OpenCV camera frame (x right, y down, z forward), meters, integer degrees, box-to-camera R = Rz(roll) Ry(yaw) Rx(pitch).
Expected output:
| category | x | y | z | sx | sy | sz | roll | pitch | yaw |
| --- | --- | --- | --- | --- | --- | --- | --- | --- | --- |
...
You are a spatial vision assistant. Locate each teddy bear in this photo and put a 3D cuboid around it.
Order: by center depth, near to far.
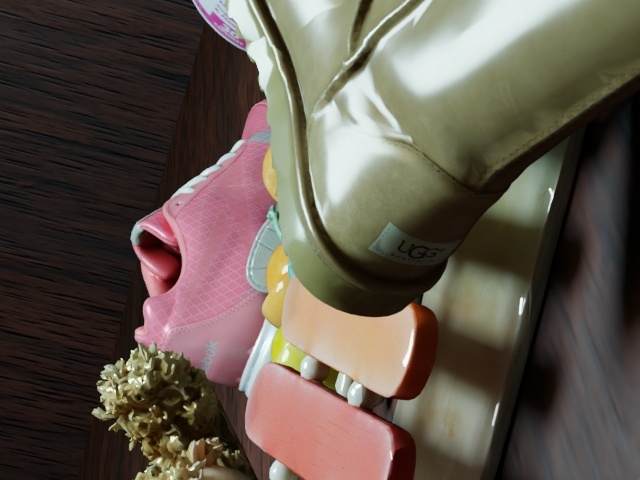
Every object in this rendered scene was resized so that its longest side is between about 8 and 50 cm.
| category | x | y | z | sx | sy | sz | roll | pitch | yaw |
| --- | --- | --- | --- | --- | --- | --- | --- | --- | --- |
| teddy bear | -0.067 | 0.186 | 1.078 | 0.338 | 0.113 | 0.245 | -129 | 17 | -71 |

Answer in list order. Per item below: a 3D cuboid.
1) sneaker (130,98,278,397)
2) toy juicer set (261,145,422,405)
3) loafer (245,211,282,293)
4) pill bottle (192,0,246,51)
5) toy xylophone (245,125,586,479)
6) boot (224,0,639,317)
| category | x | y | z | sx | sy | sz | roll | pitch | yaw |
| --- | --- | --- | --- | --- | --- | --- | --- | --- | --- |
| sneaker | -0.067 | -0.016 | 1.447 | 0.314 | 0.136 | 0.116 | -88 | 16 | -52 |
| toy juicer set | 0.000 | 0.000 | 1.171 | 0.329 | 0.089 | 0.209 | -136 | 60 | -79 |
| loafer | -0.008 | -0.015 | 1.353 | 0.125 | 0.045 | 0.039 | -58 | -8 | -8 |
| pill bottle | 0.004 | -0.211 | 1.236 | 0.283 | 0.160 | 0.160 | 156 | 127 | -79 |
| toy xylophone | 0.034 | 0.000 | 0.909 | 0.236 | 0.081 | 0.323 | 175 | 108 | -71 |
| boot | 0.072 | -0.126 | 0.698 | 0.269 | 0.089 | 0.236 | -45 | 49 | 45 |
